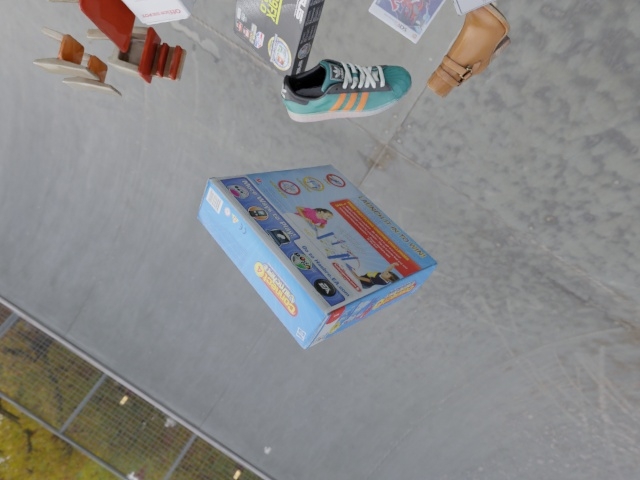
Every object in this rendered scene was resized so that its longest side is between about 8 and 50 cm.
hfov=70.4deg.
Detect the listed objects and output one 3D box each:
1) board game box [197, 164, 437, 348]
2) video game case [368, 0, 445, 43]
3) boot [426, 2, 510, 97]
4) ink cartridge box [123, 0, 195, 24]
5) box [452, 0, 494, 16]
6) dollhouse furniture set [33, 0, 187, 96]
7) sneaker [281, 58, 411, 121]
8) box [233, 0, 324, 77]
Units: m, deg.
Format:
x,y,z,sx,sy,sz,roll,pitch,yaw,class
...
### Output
x,y,z,sx,sy,sz,roll,pitch,yaw,class
0.000,0.000,0.793,0.308,0.302,0.086,47,129,25,board game box
0.276,-0.734,1.365,0.184,0.023,0.201,27,121,-16,video game case
0.346,-0.473,1.128,0.109,0.220,0.283,56,-157,12,boot
-0.265,-0.401,0.679,0.099,0.056,0.135,3,161,22,ink cartridge box
0.380,-0.556,0.852,0.290,0.087,0.169,-15,173,27,box
-0.359,-0.390,0.829,0.135,0.261,0.259,12,178,4,dollhouse furniture set
0.059,-0.353,1.035,0.303,0.108,0.121,-11,161,6,sneaker
-0.102,-0.549,1.067,0.216,0.060,0.270,46,149,10,box
